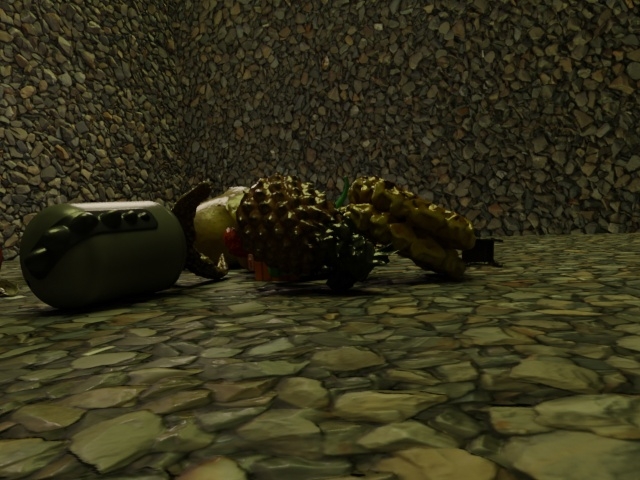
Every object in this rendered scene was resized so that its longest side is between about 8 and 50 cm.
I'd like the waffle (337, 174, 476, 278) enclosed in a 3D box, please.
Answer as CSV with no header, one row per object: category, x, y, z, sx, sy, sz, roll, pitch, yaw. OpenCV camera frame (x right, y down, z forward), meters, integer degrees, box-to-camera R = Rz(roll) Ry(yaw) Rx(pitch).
waffle,0.195,-0.033,1.196,0.323,0.151,0.261,22,-6,2

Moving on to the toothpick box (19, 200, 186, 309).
toothpick box,-0.437,0.018,1.023,0.228,0.229,0.316,-2,3,24

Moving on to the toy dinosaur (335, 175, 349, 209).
toy dinosaur,-0.074,-0.128,2.084,0.374,0.500,0.143,39,34,28

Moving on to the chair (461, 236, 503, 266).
chair,0.451,0.029,1.449,0.101,0.084,0.212,2,3,9

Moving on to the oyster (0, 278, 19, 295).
oyster,-0.775,0.127,1.230,0.083,0.038,0.080,30,32,33

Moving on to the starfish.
starfish,-0.367,-0.003,1.287,0.383,0.132,0.398,3,-29,20

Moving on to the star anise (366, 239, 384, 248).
star anise,0.140,0.023,1.865,0.177,0.074,0.234,27,-16,-22

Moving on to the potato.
potato,-0.299,0.011,1.739,0.397,0.290,0.296,36,51,19

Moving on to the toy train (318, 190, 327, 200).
toy train,-0.032,-0.027,1.546,0.177,0.116,0.286,-30,-29,-16

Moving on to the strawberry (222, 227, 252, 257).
strawberry,-0.183,0.011,1.428,0.188,0.082,0.121,13,-10,-27

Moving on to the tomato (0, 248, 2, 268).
tomato,-1.094,0.045,1.557,0.207,0.185,0.208,-3,4,0

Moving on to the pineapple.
pineapple,-0.001,0.002,1.061,0.357,0.223,0.222,27,20,34

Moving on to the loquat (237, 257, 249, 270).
loquat,-0.191,0.029,1.552,0.112,0.138,0.137,9,-6,-42

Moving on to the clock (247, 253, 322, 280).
clock,-0.051,0.043,1.344,0.255,0.106,0.219,-4,2,-26

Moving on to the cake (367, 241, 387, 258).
cake,0.102,0.045,1.678,0.115,0.113,0.295,-10,17,-27
